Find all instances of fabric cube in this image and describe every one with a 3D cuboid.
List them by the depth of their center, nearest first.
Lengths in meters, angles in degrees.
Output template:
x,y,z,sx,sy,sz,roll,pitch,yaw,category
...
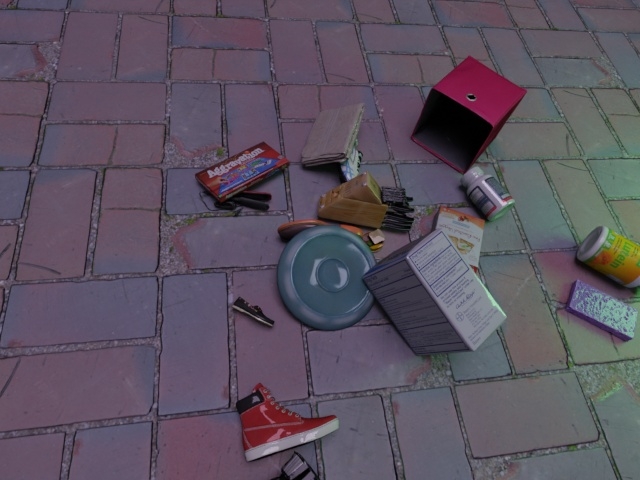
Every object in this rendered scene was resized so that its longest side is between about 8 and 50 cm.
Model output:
x,y,z,sx,sy,sz,roll,pitch,yaw,category
0.532,-0.456,1.633,0.254,0.259,0.258,39,62,14,fabric cube

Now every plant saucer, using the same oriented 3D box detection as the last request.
x,y,z,sx,sy,sz,roll,pitch,yaw,category
0.032,0.103,1.313,0.318,0.044,0.317,4,77,-15,plant saucer

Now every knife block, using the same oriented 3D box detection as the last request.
x,y,z,sx,sy,sz,roll,pitch,yaw,category
0.161,-0.094,1.472,0.276,0.242,0.088,-26,32,25,knife block

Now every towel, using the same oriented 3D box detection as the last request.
x,y,z,sx,sy,sz,roll,pitch,yaw,category
0.047,-0.373,1.579,0.187,0.049,0.282,-1,53,30,towel

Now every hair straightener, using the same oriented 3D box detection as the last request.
x,y,z,sx,sy,sz,roll,pitch,yaw,category
-0.277,-0.124,1.442,0.231,0.047,0.089,8,60,-4,hair straightener

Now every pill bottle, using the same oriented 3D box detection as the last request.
x,y,z,sx,sy,sz,roll,pitch,yaw,category
1.000,0.069,1.479,0.246,0.136,0.136,33,61,10,pill bottle
0.577,-0.167,1.563,0.108,0.108,0.180,-25,68,-21,pill bottle

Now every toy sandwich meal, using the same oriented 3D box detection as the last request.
x,y,z,sx,sy,sz,roll,pitch,yaw,category
0.170,-0.001,1.452,0.086,0.029,0.085,4,60,-7,toy sandwich meal

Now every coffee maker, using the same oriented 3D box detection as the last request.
x,y,z,sx,sy,sz,roll,pitch,yaw,category
-0.074,0.614,1.033,0.178,0.120,0.171,-31,93,-22,coffee maker

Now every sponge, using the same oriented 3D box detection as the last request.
x,y,z,sx,sy,sz,roll,pitch,yaw,category
0.902,0.222,1.439,0.210,0.031,0.117,28,60,8,sponge

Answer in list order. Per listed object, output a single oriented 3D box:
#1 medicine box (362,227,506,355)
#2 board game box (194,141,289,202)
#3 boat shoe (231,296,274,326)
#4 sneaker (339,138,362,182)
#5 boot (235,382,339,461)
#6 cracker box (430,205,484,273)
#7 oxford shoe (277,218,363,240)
x,y,z,sx,sy,sz,roll,pitch,yaw,category
0.294,0.150,1.214,0.149,0.263,0.289,-34,88,-25,medicine box
-0.257,-0.234,1.493,0.281,0.027,0.145,-34,58,-28,board game box
-0.186,0.203,1.271,0.133,0.049,0.042,27,68,12,boat shoe
0.109,-0.264,1.554,0.086,0.085,0.237,-14,60,11,sneaker
-0.085,0.434,1.139,0.244,0.088,0.176,-12,62,-11,boot
0.437,0.014,1.464,0.156,0.067,0.232,19,60,2,cracker box
0.000,0.000,1.391,0.272,0.097,0.098,5,66,-6,oxford shoe
